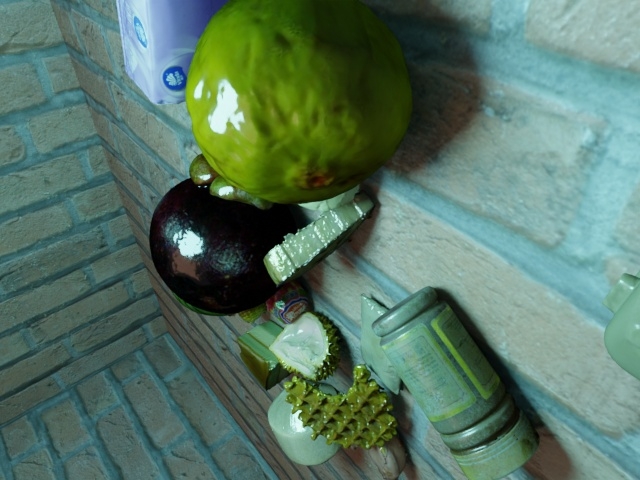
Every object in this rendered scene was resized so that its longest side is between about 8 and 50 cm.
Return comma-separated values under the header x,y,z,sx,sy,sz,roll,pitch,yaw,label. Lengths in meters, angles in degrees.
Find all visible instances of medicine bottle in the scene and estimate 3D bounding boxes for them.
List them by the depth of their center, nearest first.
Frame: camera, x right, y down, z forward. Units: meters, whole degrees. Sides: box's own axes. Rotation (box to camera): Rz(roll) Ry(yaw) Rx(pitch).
x,y,z,sx,sy,sz,roll,pitch,yaw,label
0.238,0.254,0.848,0.323,0.151,0.151,56,150,8,medicine bottle

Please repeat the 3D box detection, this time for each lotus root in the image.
x,y,z,sx,sy,sz,roll,pitch,yaw,label
0.000,0.000,0.981,0.075,0.260,0.170,54,-178,11,lotus root

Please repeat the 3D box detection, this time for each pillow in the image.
x,y,z,sx,sy,sz,roll,pitch,yaw,label
0.148,0.243,1.087,0.148,0.050,0.230,31,136,36,pillow

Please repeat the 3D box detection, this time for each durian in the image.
x,y,z,sx,sy,sz,roll,pitch,yaw,label
-0.018,0.307,1.326,0.137,0.183,0.249,33,160,-30,durian

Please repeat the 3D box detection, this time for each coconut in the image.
x,y,z,sx,sy,sz,roll,pitch,yaw,label
-0.040,0.560,1.468,0.237,0.237,0.266,16,134,52,coconut

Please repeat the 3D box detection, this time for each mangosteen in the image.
x,y,z,sx,sy,sz,roll,pitch,yaw,label
-0.208,-0.035,1.130,0.382,0.382,0.435,48,115,22,mangosteen

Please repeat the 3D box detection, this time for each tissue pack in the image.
x,y,z,sx,sy,sz,roll,pitch,yaw,label
-0.263,-0.462,0.919,0.160,0.242,0.338,49,149,15,tissue pack

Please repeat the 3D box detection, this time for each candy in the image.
x,y,z,sx,sy,sz,roll,pitch,yaw,label
-0.164,0.100,1.405,0.365,0.124,0.124,46,148,39,candy

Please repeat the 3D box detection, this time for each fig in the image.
x,y,z,sx,sy,sz,roll,pitch,yaw,label
-0.030,-0.232,0.699,0.343,0.343,0.344,38,143,35,fig

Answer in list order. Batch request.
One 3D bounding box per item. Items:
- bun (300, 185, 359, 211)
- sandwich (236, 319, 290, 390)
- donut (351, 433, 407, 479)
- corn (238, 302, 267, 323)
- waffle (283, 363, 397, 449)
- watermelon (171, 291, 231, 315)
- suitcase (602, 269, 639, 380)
x,y,z,sx,sy,sz,roll,pitch,yaw,label
-0.003,-0.138,0.893,0.188,0.164,0.111,27,166,22,bun
-0.183,0.375,1.607,0.198,0.155,0.228,47,148,22,sandwich
0.151,0.565,1.324,0.232,0.085,0.199,28,138,44,donut
-0.291,0.122,1.591,0.131,0.131,0.345,-7,112,59,corn
0.061,0.439,1.202,0.292,0.069,0.260,-15,111,30,waffle
-0.370,0.116,1.435,0.330,0.189,0.331,27,131,37,watermelon
0.434,0.051,0.325,0.339,0.193,0.352,38,144,30,suitcase
